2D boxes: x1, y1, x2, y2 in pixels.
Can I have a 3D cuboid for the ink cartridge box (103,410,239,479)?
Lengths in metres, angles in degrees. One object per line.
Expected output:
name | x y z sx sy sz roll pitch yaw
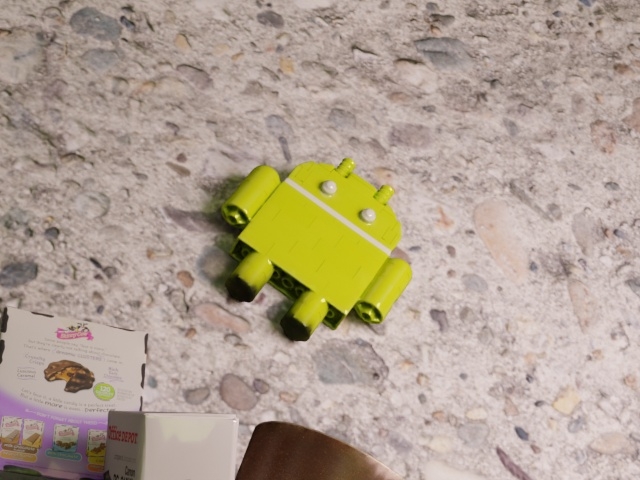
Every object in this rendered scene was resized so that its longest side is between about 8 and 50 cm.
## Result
ink cartridge box | -0.156 0.287 1.430 0.100 0.172 0.237 6 82 -20

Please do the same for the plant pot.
plant pot | -0.026 0.343 1.504 0.215 0.215 0.230 30 65 -2

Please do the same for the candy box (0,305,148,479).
candy box | -0.279 0.182 1.569 0.165 0.070 0.196 12 54 -16

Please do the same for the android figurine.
android figurine | 0.000 0.000 1.831 0.248 0.056 0.273 37 52 4
